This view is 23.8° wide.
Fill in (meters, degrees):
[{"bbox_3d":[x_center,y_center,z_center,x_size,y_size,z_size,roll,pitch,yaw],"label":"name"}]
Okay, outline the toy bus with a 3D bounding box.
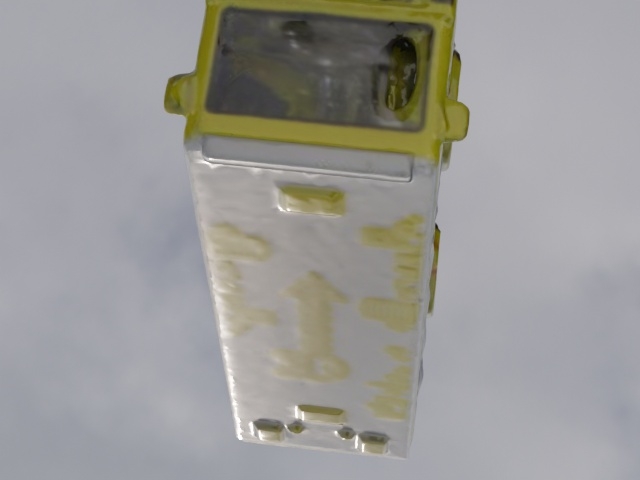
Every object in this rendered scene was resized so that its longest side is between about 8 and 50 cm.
[{"bbox_3d":[0.000,0.000,0.492,0.081,0.074,0.226,8,-28,3],"label":"toy bus"}]
